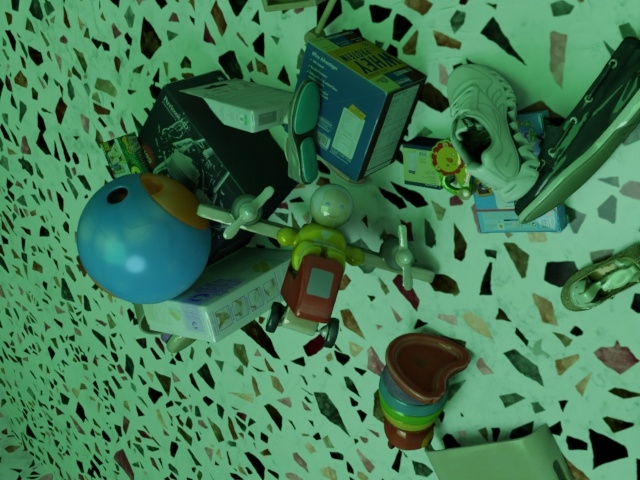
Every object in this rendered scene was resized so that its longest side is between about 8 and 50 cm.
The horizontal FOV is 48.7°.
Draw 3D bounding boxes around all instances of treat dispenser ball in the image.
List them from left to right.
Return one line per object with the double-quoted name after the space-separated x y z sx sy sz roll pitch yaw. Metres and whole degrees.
-0.383 -0.004 1.547 0.288 0.288 0.288 20 124 33 "treat dispenser ball"

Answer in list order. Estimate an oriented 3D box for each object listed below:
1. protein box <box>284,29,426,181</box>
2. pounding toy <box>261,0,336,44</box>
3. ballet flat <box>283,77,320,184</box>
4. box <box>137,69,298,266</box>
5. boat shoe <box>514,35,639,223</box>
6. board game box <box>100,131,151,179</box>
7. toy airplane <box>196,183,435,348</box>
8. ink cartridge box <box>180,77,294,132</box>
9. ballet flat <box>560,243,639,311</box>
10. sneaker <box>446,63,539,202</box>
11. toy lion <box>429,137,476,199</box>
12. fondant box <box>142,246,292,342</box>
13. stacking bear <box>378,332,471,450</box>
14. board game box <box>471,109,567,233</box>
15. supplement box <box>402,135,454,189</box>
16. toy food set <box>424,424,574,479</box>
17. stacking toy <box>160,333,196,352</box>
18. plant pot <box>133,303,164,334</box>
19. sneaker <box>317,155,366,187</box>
0.063 -0.264 1.374 0.199 0.136 0.201 38 132 22 "protein box"
-0.019 -0.488 1.370 0.181 0.094 0.206 6 125 35 "pounding toy"
-0.043 -0.208 1.352 0.068 0.072 0.213 25 129 37 "ballet flat"
-0.267 -0.166 1.694 0.343 0.179 0.312 52 135 8 "box"
0.407 -0.172 1.120 0.113 0.127 0.340 52 132 22 "boat shoe"
-0.450 -0.129 1.734 0.136 0.030 0.260 -7 107 43 "board game box"
0.000 0.000 1.435 0.384 0.386 0.273 39 124 33 "toy airplane"
-0.165 -0.296 1.532 0.224 0.181 0.056 19 120 34 "ink cartridge box"
0.485 0.073 1.221 0.073 0.067 0.206 50 136 9 "ballet flat"
0.262 -0.200 1.169 0.110 0.118 0.292 -48 39 36 "sneaker"
0.243 -0.134 1.290 0.096 0.034 0.100 23 126 23 "toy lion"
-0.223 0.119 1.696 0.238 0.330 0.096 3 114 40 "fondant box"
0.206 0.357 1.569 0.164 0.175 0.289 28 135 26 "stacking bear"
0.345 -0.118 1.267 0.160 0.039 0.212 0 112 42 "board game box"
0.208 -0.150 1.361 0.083 0.056 0.083 14 120 37 "supplement box"
0.395 0.520 1.539 0.306 0.092 0.220 -23 95 38 "toy food set"
-0.482 0.167 2.095 0.330 0.141 0.141 50 135 12 "stacking toy"
-0.422 0.076 1.944 0.274 0.256 0.256 61 139 23 "plant pot"
0.049 -0.173 1.496 0.134 0.051 0.070 44 140 21 "sneaker"
